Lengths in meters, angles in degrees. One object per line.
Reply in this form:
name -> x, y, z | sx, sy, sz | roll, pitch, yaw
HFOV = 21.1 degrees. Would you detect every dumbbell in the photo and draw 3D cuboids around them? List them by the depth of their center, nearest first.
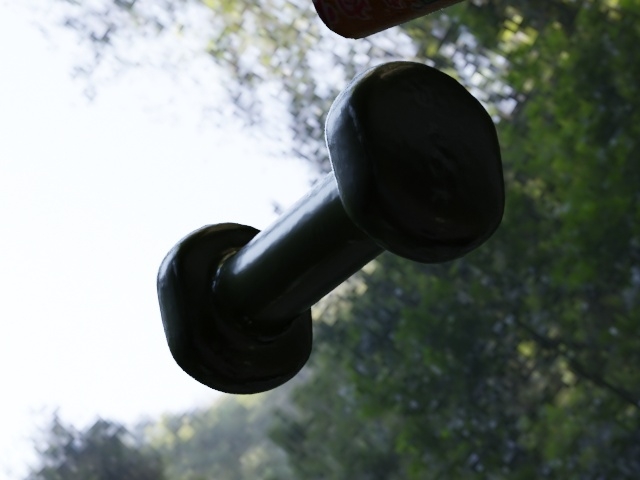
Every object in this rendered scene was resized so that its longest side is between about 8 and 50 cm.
dumbbell -> 0.000, 0.000, 0.451 | 0.046, 0.052, 0.118 | 6, -26, -31

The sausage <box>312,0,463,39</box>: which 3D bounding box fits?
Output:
sausage -> 0.094, -0.180, 1.006 | 0.071, 0.234, 0.071 | 13, -109, -41
